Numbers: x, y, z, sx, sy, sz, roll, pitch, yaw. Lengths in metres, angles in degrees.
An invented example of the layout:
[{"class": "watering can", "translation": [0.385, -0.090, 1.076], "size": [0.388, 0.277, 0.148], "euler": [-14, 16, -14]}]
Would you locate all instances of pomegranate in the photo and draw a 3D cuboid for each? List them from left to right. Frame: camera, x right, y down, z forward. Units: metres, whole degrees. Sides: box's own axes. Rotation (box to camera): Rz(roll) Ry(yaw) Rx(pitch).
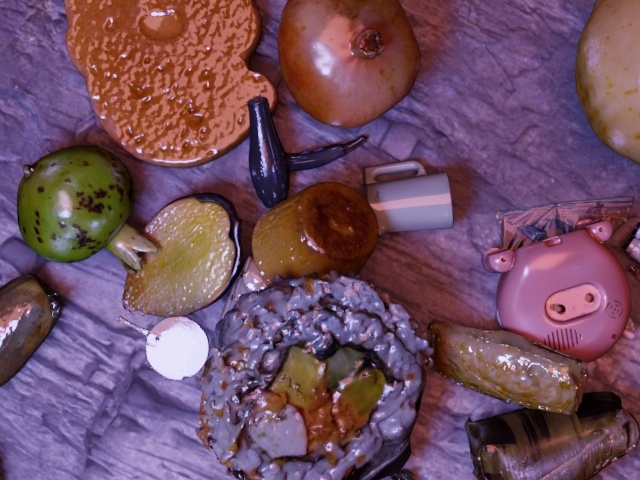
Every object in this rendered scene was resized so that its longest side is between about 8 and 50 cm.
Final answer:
[{"class": "pomegranate", "translation": [-0.396, -0.046, 1.745], "size": [0.263, 0.211, 0.211], "euler": [42, 89, -20]}, {"class": "pomegranate", "translation": [0.049, -0.315, 1.698], "size": [0.229, 0.270, 0.252], "euler": [-17, 94, -7]}, {"class": "pomegranate", "translation": [0.595, -0.276, 1.604], "size": [0.410, 0.410, 0.410], "euler": [0, 87, 2]}]

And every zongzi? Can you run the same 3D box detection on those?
[{"class": "zongzi", "translation": [0.402, 0.412, 1.731], "size": [0.286, 0.134, 0.288], "euler": [-13, 100, -3]}]

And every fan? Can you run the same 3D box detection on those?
[{"class": "fan", "translation": [-0.281, 0.176, 1.818], "size": [0.175, 0.005, 0.113], "euler": [26, 89, 3]}]

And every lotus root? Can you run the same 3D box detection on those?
[{"class": "lotus root", "translation": [-0.544, 0.163, 1.769], "size": [0.123, 0.124, 0.241], "euler": [41, 87, 3]}]

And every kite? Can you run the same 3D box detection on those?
[{"class": "kite", "translation": [0.433, 0.047, 1.794], "size": [0.314, 0.011, 0.335], "euler": [40, 90, 3]}]

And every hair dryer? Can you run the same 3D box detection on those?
[{"class": "hair dryer", "translation": [-0.022, -0.168, 1.786], "size": [0.219, 0.075, 0.196], "euler": [-15, 116, -16]}]

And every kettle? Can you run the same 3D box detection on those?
[{"class": "kettle", "translation": [0.150, -0.074, 1.770], "size": [0.148, 0.098, 0.127], "euler": [-6, 92, 5]}]

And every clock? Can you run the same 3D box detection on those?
[{"class": "clock", "translation": [0.409, 0.104, 1.721], "size": [0.227, 0.142, 0.241], "euler": [-16, 91, 1]}]

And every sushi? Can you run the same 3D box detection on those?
[{"class": "sushi", "translation": [-0.010, 0.233, 1.638], "size": [0.417, 0.176, 0.418], "euler": [-8, 110, -23]}]

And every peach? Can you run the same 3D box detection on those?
[{"class": "peach", "translation": [-0.231, 0.036, 1.783], "size": [0.279, 0.068, 0.189], "euler": [-36, 74, 20]}]

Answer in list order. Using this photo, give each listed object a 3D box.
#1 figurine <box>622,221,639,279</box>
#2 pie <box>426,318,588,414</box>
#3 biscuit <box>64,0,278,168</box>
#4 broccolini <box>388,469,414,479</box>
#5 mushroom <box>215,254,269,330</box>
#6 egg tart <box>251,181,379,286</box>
[{"class": "figurine", "translation": [0.624, 0.051, 1.741], "size": [0.229, 0.112, 0.137], "euler": [34, 88, 11]}, {"class": "pie", "translation": [0.299, 0.208, 1.704], "size": [0.282, 0.068, 0.129], "euler": [15, 127, 32]}, {"class": "biscuit", "translation": [-0.271, -0.351, 1.809], "size": [0.349, 0.078, 0.455], "euler": [-11, 88, -1]}, {"class": "broccolini", "translation": [0.206, 0.470, 1.775], "size": [0.218, 0.044, 0.042], "euler": [40, 74, -2]}, {"class": "mushroom", "translation": [-0.099, 0.178, 1.749], "size": [0.151, 0.156, 0.286], "euler": [16, 80, -15]}, {"class": "egg tart", "translation": [0.000, 0.000, 1.709], "size": [0.202, 0.147, 0.203], "euler": [10, 64, -22]}]
